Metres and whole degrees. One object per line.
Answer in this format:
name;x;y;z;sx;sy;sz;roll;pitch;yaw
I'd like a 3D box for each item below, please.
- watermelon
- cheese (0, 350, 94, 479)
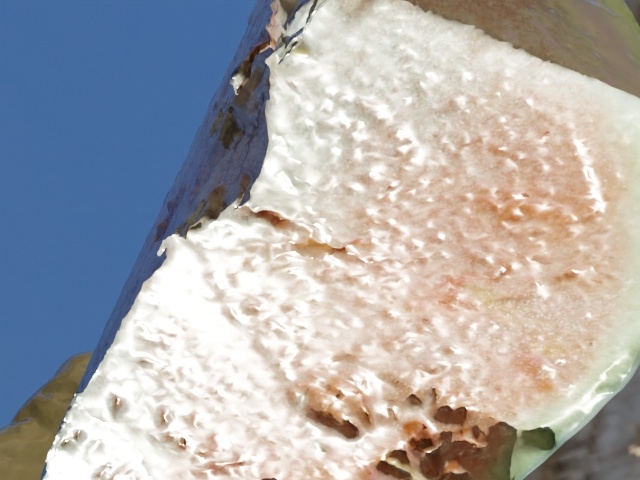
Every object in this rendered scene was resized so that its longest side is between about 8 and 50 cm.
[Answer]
watermelon;0.000;0.000;0.705;0.180;0.305;0.224;-9;-127;-41
cheese;-0.149;0.181;1.078;0.159;0.093;0.263;21;-136;26
